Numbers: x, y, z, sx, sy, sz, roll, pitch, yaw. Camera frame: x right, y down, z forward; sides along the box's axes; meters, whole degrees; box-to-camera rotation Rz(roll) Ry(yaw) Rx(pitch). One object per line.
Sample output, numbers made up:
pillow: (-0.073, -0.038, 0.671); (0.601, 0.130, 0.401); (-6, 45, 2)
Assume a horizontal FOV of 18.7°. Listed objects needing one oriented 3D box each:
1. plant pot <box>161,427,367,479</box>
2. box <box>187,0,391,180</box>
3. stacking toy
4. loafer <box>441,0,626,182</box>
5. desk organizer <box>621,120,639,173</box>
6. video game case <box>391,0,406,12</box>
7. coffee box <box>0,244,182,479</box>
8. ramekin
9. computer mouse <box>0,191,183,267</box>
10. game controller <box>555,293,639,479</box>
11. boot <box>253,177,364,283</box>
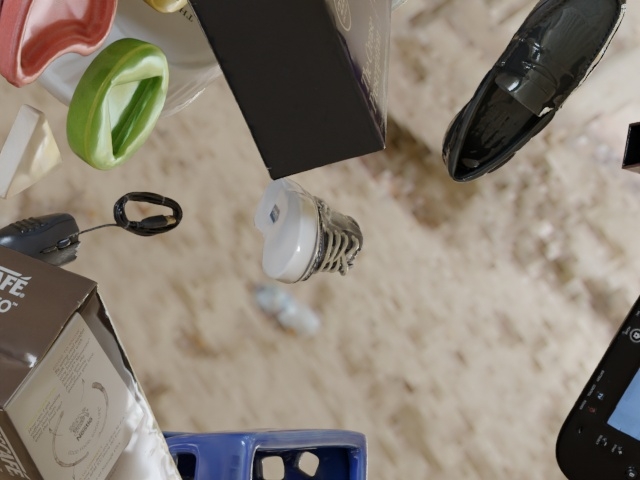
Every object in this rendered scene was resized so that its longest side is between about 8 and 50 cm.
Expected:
plant pot: (-0.102, 0.290, 1.858); (0.236, 0.212, 0.236); (11, 82, -59)
box: (-0.018, -0.204, 1.520); (0.261, 0.103, 0.184); (-86, 154, -50)
stacking toy: (-0.243, -0.203, 1.791); (0.130, 0.279, 0.309); (27, 25, 21)
loafer: (0.182, -0.134, 1.647); (0.076, 0.223, 0.078); (35, 28, -8)
desk organizer: (0.317, -0.082, 1.671); (0.050, 0.047, 0.130); (15, -10, -23)
video game case: (0.008, -0.226, 1.872); (0.022, 0.190, 0.173); (48, -14, 18)
coffee box: (-0.225, 0.134, 1.466); (0.168, 0.119, 0.297); (21, -30, 25)
ramekin: (-0.183, -0.262, 2.001); (0.273, 0.127, 0.272); (11, 72, -36)
computer mouse: (-0.254, -0.005, 2.126); (0.041, 0.242, 0.071); (18, -60, 55)
game controller: (0.355, 0.119, 1.825); (0.166, 0.319, 0.067); (27, 13, -8)
boot: (0.000, 0.000, 1.613); (0.086, 0.069, 0.190); (26, 15, -14)
